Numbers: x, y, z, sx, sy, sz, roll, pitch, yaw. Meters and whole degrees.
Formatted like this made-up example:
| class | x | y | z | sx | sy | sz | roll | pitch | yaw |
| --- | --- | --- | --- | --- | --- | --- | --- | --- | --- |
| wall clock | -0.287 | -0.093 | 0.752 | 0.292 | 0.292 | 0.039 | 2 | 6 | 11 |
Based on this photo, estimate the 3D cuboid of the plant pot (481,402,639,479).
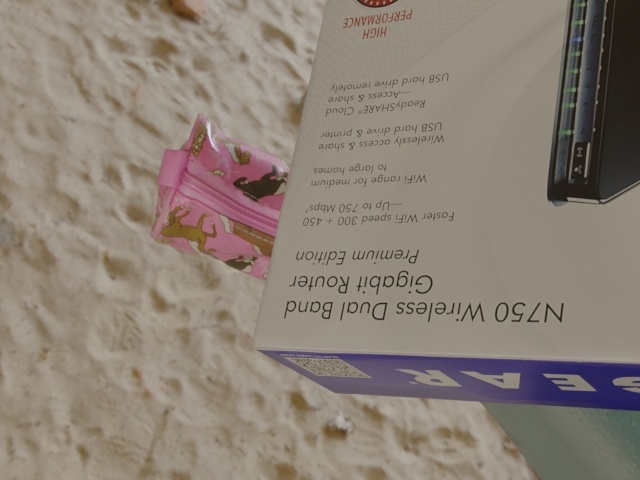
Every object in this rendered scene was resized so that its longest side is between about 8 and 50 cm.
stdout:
| class | x | y | z | sx | sy | sz | roll | pitch | yaw |
| --- | --- | --- | --- | --- | --- | --- | --- | --- | --- |
| plant pot | 0.248 | 0.057 | 0.663 | 0.247 | 0.247 | 0.252 | 54 | -8 | 37 |

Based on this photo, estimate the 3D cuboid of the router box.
| class | x | y | z | sx | sy | sz | roll | pitch | yaw |
| --- | --- | --- | --- | --- | --- | --- | --- | --- | --- |
| router box | 0.154 | -0.075 | 0.458 | 0.082 | 0.335 | 0.301 | 38 | 56 | -51 |

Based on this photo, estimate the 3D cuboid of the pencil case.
| class | x | y | z | sx | sy | sz | roll | pitch | yaw |
| --- | --- | --- | --- | --- | --- | --- | --- | --- | --- |
| pencil case | 0.000 | 0.000 | 1.088 | 0.386 | 0.167 | 0.160 | 24 | 50 | -7 |
